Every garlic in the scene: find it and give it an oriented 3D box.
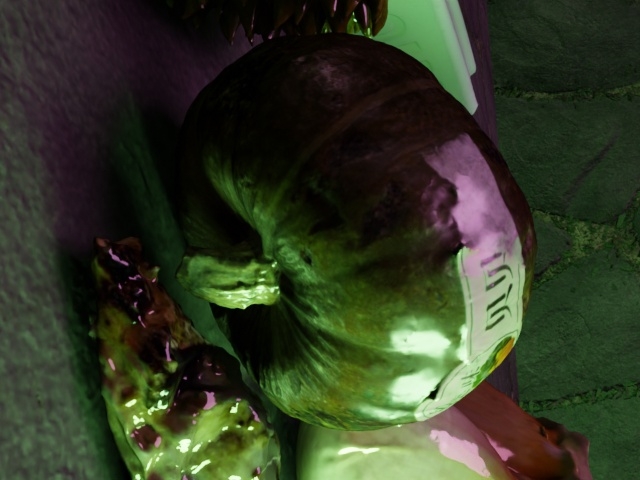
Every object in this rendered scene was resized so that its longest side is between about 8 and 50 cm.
[{"bbox_3d":[0.102,0.199,0.746,0.313,0.249,0.286,25,53,-18],"label":"garlic"}]

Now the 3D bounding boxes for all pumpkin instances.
[{"bbox_3d":[-0.002,0.001,0.519,0.189,0.260,0.260,-21,107,-35],"label":"pumpkin"}]

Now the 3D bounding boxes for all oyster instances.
[{"bbox_3d":[-0.070,0.153,0.493,0.128,0.079,0.344,-46,130,-56],"label":"oyster"}]

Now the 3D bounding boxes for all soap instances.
[{"bbox_3d":[0.071,-0.229,0.906,0.265,0.160,0.087,51,37,-59],"label":"soap"}]

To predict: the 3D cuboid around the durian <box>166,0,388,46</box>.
[{"bbox_3d":[-0.036,-0.269,0.515,0.198,0.163,0.394,-54,134,-26],"label":"durian"}]
